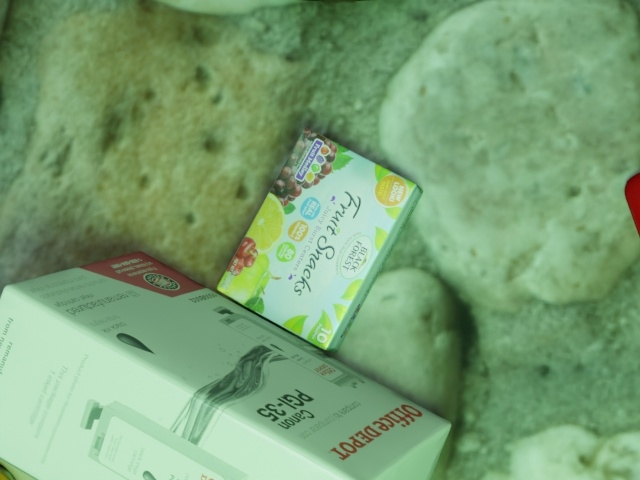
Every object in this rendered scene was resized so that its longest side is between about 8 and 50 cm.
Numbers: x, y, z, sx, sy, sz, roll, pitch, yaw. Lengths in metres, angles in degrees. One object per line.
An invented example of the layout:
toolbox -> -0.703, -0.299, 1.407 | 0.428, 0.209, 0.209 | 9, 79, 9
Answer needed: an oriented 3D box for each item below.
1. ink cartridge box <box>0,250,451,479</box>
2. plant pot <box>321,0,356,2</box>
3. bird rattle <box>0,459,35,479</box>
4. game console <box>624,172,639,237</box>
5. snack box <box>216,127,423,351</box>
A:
ink cartridge box -> -0.074, 0.129, 1.148 | 0.283, 0.207, 0.117 | 27, 105, 16
plant pot -> 0.007, -0.268, 1.232 | 0.167, 0.167, 0.165 | 1, 90, 14
bird rattle -> -0.292, 0.195, 1.247 | 0.207, 0.143, 0.253 | 40, 95, 0
game console -> 0.308, -0.002, 1.183 | 0.124, 0.085, 0.144 | -13, 77, -20
snack box -> 0.000, 0.000, 1.246 | 0.100, 0.037, 0.141 | 28, 89, 15
